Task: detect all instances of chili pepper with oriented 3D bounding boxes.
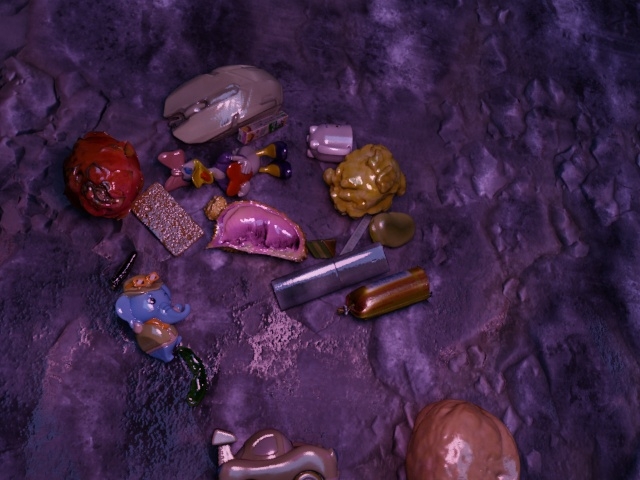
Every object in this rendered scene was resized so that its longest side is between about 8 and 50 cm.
[{"bbox_3d":[-0.375,0.399,1.649,0.073,0.050,0.182,-10,81,-23],"label":"chili pepper"}]

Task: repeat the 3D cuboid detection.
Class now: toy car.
[{"bbox_3d":[-0.131,0.619,1.553,0.335,0.242,0.226,-6,73,-13],"label":"toy car"}]

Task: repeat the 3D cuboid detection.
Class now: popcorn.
[{"bbox_3d":[-0.339,-0.107,1.794,0.057,0.083,0.082,32,104,-33],"label":"popcorn"},{"bbox_3d":[0.149,-0.193,1.852,0.250,0.242,0.235,-21,43,17],"label":"popcorn"}]

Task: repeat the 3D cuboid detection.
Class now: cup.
[{"bbox_3d":[0.029,-0.321,1.898,0.141,0.134,0.174,2,53,-11],"label":"cup"}]

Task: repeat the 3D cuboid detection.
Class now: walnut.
[{"bbox_3d":[0.412,0.657,1.622,0.381,0.381,0.381,3,74,-12],"label":"walnut"}]

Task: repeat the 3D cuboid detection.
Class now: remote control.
[{"bbox_3d":[0.035,0.114,1.790,0.377,0.044,0.107,-20,97,-5],"label":"remote control"}]

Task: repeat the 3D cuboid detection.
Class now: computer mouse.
[{"bbox_3d":[-0.315,-0.475,1.867,0.428,0.145,0.228,-26,84,-18],"label":"computer mouse"}]

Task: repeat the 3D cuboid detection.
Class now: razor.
[{"bbox_3d":[0.098,0.020,1.866,0.111,0.056,0.278,34,70,0],"label":"razor"}]

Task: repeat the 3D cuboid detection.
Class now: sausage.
[{"bbox_3d":[0.205,0.189,1.813,0.317,0.117,0.125,-18,65,-15],"label":"sausage"}]

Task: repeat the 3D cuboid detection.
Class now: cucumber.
[{"bbox_3d":[-0.600,0.092,1.699,0.135,0.033,0.034,-55,129,-20],"label":"cucumber"}]

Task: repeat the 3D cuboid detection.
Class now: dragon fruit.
[{"bbox_3d":[-0.653,-0.194,1.662,0.315,0.250,0.250,17,64,38],"label":"dragon fruit"}]

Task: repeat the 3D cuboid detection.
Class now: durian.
[{"bbox_3d":[-0.196,-0.023,1.789,0.341,0.112,0.191,8,63,-19],"label":"durian"}]

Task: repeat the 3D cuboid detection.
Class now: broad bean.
[{"bbox_3d":[0.244,-0.039,1.895,0.174,0.082,0.125,8,90,-19],"label":"broad bean"}]

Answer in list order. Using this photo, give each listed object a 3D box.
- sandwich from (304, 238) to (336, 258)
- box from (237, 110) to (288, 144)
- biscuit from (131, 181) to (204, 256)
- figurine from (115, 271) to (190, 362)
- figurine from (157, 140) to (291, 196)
[{"bbox_3d":[0.000,0.000,1.803,0.074,0.116,0.074,-2,60,20],"label":"sandwich"},{"bbox_3d":[-0.194,-0.385,1.879,0.041,0.050,0.207,40,48,19],"label":"box"},{"bbox_3d":[-0.490,-0.067,1.766,0.131,0.025,0.231,-42,88,-12],"label":"biscuit"},{"bbox_3d":[-0.490,0.219,1.643,0.180,0.154,0.262,-40,103,-28],"label":"figurine"},{"bbox_3d":[-0.297,-0.240,1.796,0.420,0.154,0.193,-16,42,-21],"label":"figurine"}]
